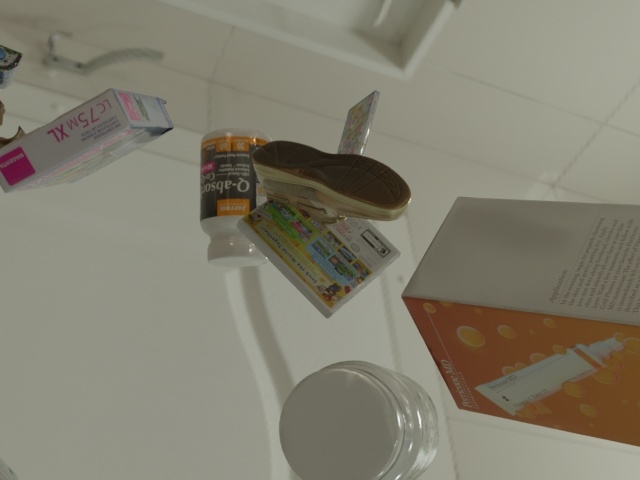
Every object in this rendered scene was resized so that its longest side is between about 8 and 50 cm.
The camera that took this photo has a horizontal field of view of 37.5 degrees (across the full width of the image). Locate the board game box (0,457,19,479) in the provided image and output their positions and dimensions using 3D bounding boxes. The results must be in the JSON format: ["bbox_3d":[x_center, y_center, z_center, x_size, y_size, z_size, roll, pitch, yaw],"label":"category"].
[{"bbox_3d":[-0.494,0.331,1.001,0.079,0.336,0.254,55,-18,23],"label":"board game box"}]

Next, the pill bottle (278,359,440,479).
[{"bbox_3d":[0.066,0.292,1.456,0.361,0.204,0.204,37,64,-72],"label":"pill bottle"}]

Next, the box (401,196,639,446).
[{"bbox_3d":[0.300,0.089,1.036,0.345,0.215,0.168,5,-132,38],"label":"box"}]

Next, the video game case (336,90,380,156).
[{"bbox_3d":[0.069,-0.209,1.896,0.119,0.015,0.166,-26,-135,61],"label":"video game case"}]

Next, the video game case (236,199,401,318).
[{"bbox_3d":[0.000,0.000,1.647,0.206,0.227,0.026,-37,168,-38],"label":"video game case"}]

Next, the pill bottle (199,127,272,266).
[{"bbox_3d":[-0.179,-0.090,2.037,0.162,0.162,0.279,154,-63,-64],"label":"pill bottle"}]

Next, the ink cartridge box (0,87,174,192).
[{"bbox_3d":[-0.313,-0.138,1.304,0.065,0.185,0.311,62,6,-6],"label":"ink cartridge box"}]

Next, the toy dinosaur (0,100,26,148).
[{"bbox_3d":[-0.659,-0.195,1.690,0.200,0.296,0.127,-40,170,-11],"label":"toy dinosaur"}]

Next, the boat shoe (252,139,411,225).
[{"bbox_3d":[0.018,-0.080,1.538,0.302,0.109,0.098,18,-48,32],"label":"boat shoe"}]

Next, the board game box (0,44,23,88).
[{"bbox_3d":[-0.591,-0.304,1.532,0.194,0.194,0.060,-8,-116,68],"label":"board game box"}]
